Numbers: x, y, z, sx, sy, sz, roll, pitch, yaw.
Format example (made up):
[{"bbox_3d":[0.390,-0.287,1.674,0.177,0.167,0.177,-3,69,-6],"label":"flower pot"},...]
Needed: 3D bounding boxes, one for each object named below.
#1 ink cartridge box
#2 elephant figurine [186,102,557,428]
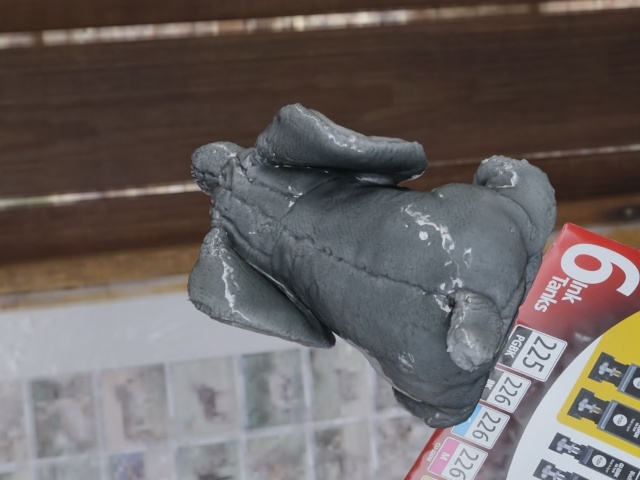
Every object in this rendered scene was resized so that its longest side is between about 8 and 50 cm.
[{"bbox_3d":[0.231,0.172,0.988,0.309,0.272,0.130,-53,-25,-34],"label":"ink cartridge box"},{"bbox_3d":[0.000,0.000,0.792,0.169,0.239,0.186,-59,-12,-33],"label":"elephant figurine"}]
